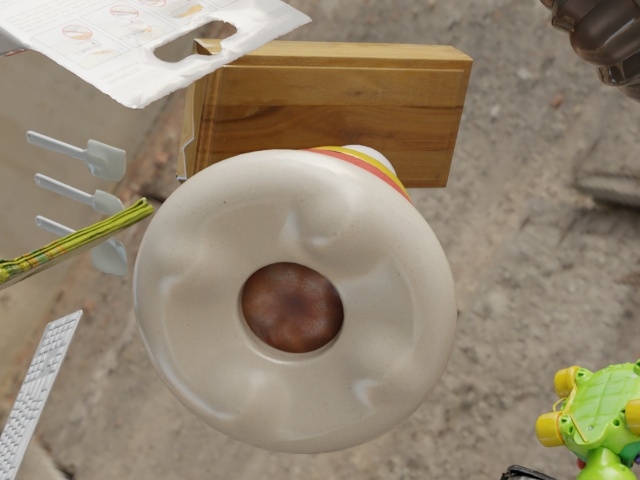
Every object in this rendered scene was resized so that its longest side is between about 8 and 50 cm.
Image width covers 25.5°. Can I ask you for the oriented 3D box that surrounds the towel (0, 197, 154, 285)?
[{"bbox_3d":[-0.251,0.014,1.285,0.102,0.021,0.237,-26,2,31],"label":"towel"}]

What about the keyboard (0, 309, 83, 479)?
[{"bbox_3d":[-0.323,0.190,1.553,0.072,0.014,0.256,-29,36,46],"label":"keyboard"}]

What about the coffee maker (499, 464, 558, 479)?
[{"bbox_3d":[0.238,0.383,1.686,0.120,0.171,0.178,11,62,32],"label":"coffee maker"}]

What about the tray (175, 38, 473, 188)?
[{"bbox_3d":[0.010,-0.173,1.998,0.076,0.411,0.203,44,130,53],"label":"tray"}]

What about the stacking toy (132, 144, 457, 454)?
[{"bbox_3d":[0.000,0.000,1.681,0.350,0.350,0.480,-49,7,22],"label":"stacking toy"}]

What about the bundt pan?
[{"bbox_3d":[0.370,-0.291,1.704,0.124,0.331,0.331,-39,30,31],"label":"bundt pan"}]

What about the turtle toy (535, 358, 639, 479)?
[{"bbox_3d":[0.205,0.136,0.989,0.095,0.066,0.130,-15,29,37],"label":"turtle toy"}]

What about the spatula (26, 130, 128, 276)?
[{"bbox_3d":[-0.319,-0.055,1.845,0.242,0.019,0.168,17,117,46],"label":"spatula"}]

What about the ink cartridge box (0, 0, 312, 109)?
[{"bbox_3d":[-0.147,-0.142,0.861,0.181,0.224,0.056,-37,-26,-47],"label":"ink cartridge box"}]
